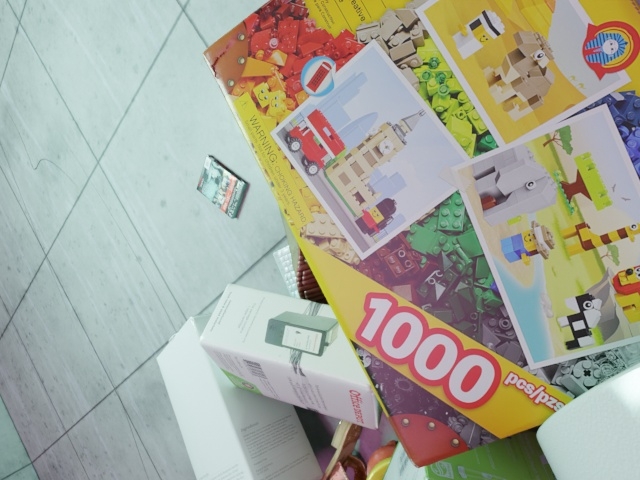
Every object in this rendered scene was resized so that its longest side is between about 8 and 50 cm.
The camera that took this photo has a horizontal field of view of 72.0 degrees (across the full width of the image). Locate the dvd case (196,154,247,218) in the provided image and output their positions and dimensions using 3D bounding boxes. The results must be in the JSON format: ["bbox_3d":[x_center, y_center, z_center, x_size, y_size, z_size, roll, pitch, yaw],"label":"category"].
[{"bbox_3d":[-0.209,-0.113,0.923,0.119,0.013,0.087,36,120,21],"label":"dvd case"}]

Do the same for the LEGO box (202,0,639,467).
[{"bbox_3d":[0.160,-0.078,0.499,0.372,0.193,0.500,-30,84,16],"label":"LEGO box"}]

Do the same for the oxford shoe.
[{"bbox_3d":[0.000,0.000,0.766,0.130,0.123,0.348,-128,25,-69],"label":"oxford shoe"}]

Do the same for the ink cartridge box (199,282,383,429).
[{"bbox_3d":[-0.027,0.191,0.722,0.273,0.115,0.198,10,145,17],"label":"ink cartridge box"}]

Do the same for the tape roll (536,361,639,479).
[{"bbox_3d":[0.380,0.128,0.357,0.392,0.392,0.072,-47,43,33],"label":"tape roll"}]

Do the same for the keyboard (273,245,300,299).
[{"bbox_3d":[-0.014,0.129,0.848,0.072,0.014,0.256,-26,86,36],"label":"keyboard"}]

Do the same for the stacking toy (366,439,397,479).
[{"bbox_3d":[0.153,0.525,0.741,0.279,0.130,0.309,27,87,0],"label":"stacking toy"}]

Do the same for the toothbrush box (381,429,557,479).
[{"bbox_3d":[0.235,0.363,0.586,0.283,0.122,0.206,13,115,0],"label":"toothbrush box"}]

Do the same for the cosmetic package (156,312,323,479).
[{"bbox_3d":[-0.175,0.342,0.881,0.197,0.155,0.365,-43,63,37],"label":"cosmetic package"}]

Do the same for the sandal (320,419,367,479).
[{"bbox_3d":[0.056,0.442,0.831,0.079,0.088,0.240,24,109,35],"label":"sandal"}]
